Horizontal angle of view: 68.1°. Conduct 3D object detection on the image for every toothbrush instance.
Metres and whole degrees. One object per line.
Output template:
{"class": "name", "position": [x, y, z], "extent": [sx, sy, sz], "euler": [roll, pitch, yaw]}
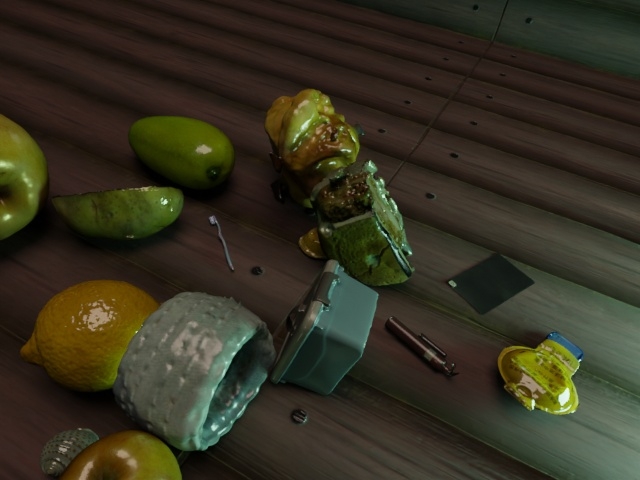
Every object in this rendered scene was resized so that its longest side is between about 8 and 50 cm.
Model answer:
{"class": "toothbrush", "position": [-0.232, 0.003, 1.112], "extent": [0.019, 0.013, 0.193], "euler": [-18, 48, -16]}

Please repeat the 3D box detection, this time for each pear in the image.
{"class": "pear", "position": [-0.744, -0.139, 0.995], "extent": [0.314, 0.314, 0.314], "euler": [4, 43, -4]}

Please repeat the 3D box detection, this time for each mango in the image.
{"class": "mango", "position": [-0.373, -0.247, 1.257], "extent": [0.343, 0.156, 0.192], "euler": [27, 45, 21]}

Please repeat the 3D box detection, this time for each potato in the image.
{"class": "potato", "position": [-0.445, -0.053, 1.071], "extent": [0.271, 0.160, 0.111], "euler": [-8, 87, -12]}

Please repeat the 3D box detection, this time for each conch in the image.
{"class": "conch", "position": [-0.381, 0.322, 0.727], "extent": [0.076, 0.057, 0.085], "euler": [24, 45, -1]}

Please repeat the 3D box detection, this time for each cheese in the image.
{"class": "cheese", "position": [0.431, 0.248, 0.905], "extent": [0.250, 0.064, 0.156], "euler": [-20, 50, -39]}

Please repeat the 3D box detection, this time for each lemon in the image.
{"class": "lemon", "position": [-0.369, 0.159, 0.803], "extent": [0.244, 0.187, 0.187], "euler": [-9, 45, -23]}

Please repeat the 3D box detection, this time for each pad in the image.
{"class": "pad", "position": [0.398, 0.097, 1.105], "extent": [0.193, 0.004, 0.116], "euler": [-21, 50, -28]}

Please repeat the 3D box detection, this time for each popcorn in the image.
{"class": "popcorn", "position": [-0.012, -0.226, 1.182], "extent": [0.281, 0.297, 0.316], "euler": [-28, 19, -13]}

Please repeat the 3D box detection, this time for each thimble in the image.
{"class": "thimble", "position": [-0.190, 0.200, 0.767], "extent": [0.171, 0.205, 0.250], "euler": [22, 46, 17]}

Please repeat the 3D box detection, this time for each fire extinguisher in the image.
{"class": "fire extinguisher", "position": [0.205, 0.211, 0.941], "extent": [0.173, 0.035, 0.049], "euler": [39, 14, 30]}

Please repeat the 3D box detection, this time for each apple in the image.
{"class": "apple", "position": [-0.275, 0.350, 0.635], "extent": [0.182, 0.155, 0.182], "euler": [5, 44, -5]}

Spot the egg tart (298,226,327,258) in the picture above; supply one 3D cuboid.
{"class": "egg tart", "position": [0.000, 0.000, 1.129], "extent": [0.105, 0.039, 0.105], "euler": [3, 41, -3]}

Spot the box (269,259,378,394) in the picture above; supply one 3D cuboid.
{"class": "box", "position": [0.001, 0.160, 0.834], "extent": [0.130, 0.227, 0.162], "euler": [27, 44, -3]}

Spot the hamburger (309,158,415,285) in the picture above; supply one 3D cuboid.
{"class": "hamburger", "position": [0.083, -0.031, 1.052], "extent": [0.192, 0.288, 0.168], "euler": [-11, 38, 30]}
